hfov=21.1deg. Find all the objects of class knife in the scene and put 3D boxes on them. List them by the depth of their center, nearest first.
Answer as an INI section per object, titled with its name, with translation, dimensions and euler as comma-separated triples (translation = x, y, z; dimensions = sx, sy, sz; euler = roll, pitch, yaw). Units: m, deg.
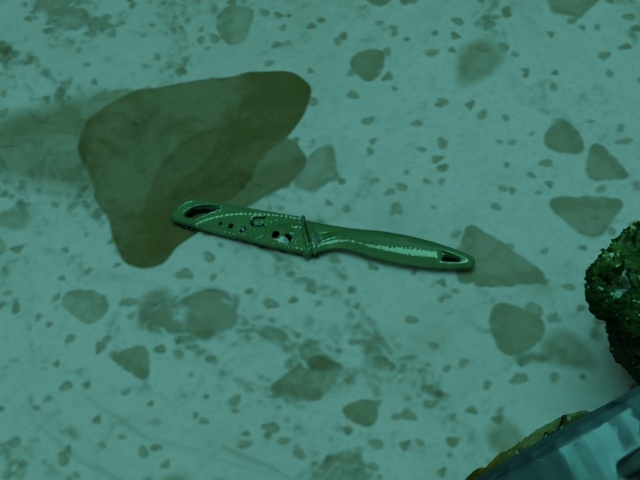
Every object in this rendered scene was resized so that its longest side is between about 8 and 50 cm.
[knife]
translation = 0.000, -0.001, 1.602
dimensions = 0.293, 0.020, 0.043
euler = 11, 58, 14

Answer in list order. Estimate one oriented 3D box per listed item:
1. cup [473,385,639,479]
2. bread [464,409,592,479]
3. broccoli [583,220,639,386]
[cup]
translation = 0.233, 0.262, 1.119
dimensions = 0.256, 0.331, 0.311
euler = -32, 77, 10
[bread]
translation = 0.191, 0.235, 1.351
dimensions = 0.140, 0.169, 0.160
euler = -29, 72, -16
[broccoli]
translation = 0.350, 0.049, 1.385
dimensions = 0.270, 0.270, 0.270
euler = 11, 32, -7
